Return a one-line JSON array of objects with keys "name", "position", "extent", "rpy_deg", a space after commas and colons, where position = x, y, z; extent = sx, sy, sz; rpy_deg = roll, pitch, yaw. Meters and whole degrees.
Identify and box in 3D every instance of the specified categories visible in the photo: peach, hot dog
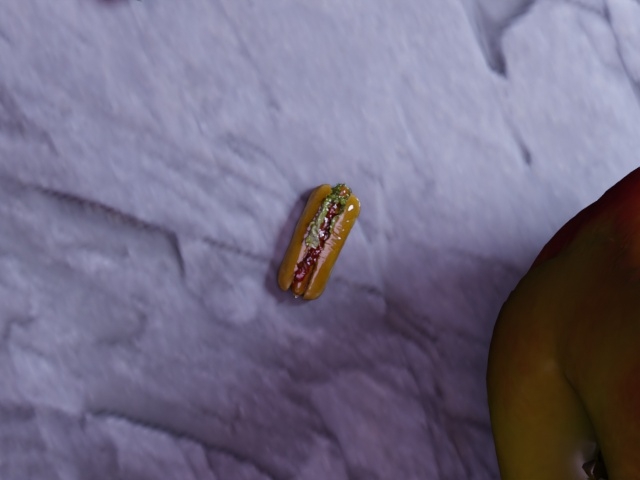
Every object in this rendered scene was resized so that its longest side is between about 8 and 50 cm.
[{"name": "peach", "position": [0.291, 0.101, 1.126], "extent": [0.370, 0.370, 0.370], "rpy_deg": [0, 91, -5]}, {"name": "hot dog", "position": [0.000, 0.000, 1.245], "extent": [0.037, 0.021, 0.083], "rpy_deg": [21, 90, -6]}]
